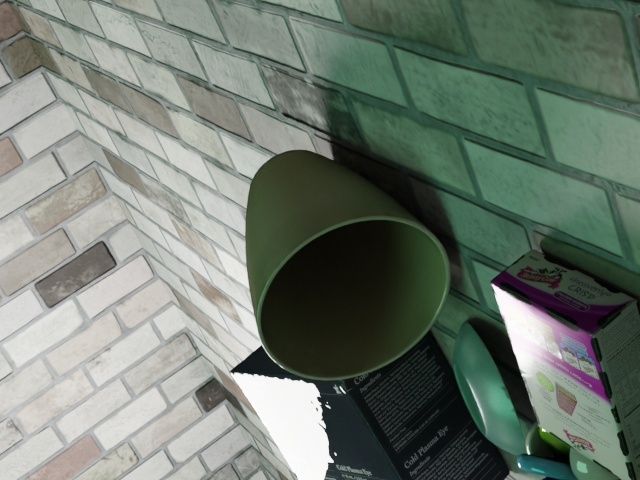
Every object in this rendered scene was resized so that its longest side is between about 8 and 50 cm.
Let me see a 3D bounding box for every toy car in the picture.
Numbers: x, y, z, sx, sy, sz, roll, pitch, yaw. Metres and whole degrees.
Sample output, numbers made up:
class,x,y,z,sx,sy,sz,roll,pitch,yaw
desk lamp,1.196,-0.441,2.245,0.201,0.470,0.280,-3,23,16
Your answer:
class,x,y,z,sx,sy,sz,roll,pitch,yaw
toy car,0.307,0.304,1.388,0.182,0.136,0.159,58,163,-10

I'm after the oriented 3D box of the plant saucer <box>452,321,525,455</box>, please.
class,x,y,z,sx,sy,sz,roll,pitch,yaw
plant saucer,0.215,0.205,1.520,0.195,0.037,0.195,158,90,-87

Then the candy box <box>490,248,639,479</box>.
class,x,y,z,sx,sy,sz,roll,pitch,yaw
candy box,0.288,0.139,1.246,0.159,0.071,0.233,31,150,51

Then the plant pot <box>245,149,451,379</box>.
class,x,y,z,sx,sy,sz,roll,pitch,yaw
plant pot,0.000,0.000,1.518,0.274,0.256,0.256,-120,8,-49

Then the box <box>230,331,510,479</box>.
class,x,y,z,sx,sy,sz,roll,pitch,yaw
box,0.072,0.285,1.809,0.343,0.179,0.312,-7,118,57

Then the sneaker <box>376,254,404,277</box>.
class,x,y,z,sx,sy,sz,roll,pitch,yaw
sneaker,0.094,0.037,1.617,0.166,0.065,0.076,34,136,43
